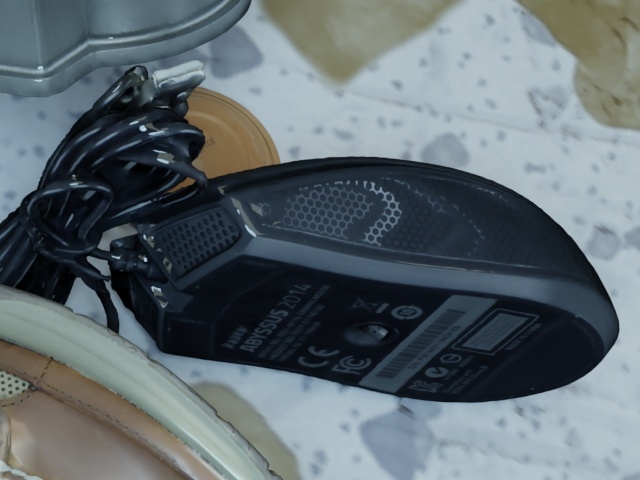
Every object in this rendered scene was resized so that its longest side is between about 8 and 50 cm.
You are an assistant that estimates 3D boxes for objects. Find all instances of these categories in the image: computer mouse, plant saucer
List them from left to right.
[{"bbox_3d":[-0.057,-0.034,0.820,0.083,0.013,0.083,9,60,-17],"label":"plant saucer"},{"bbox_3d":[0.000,0.000,0.743,0.272,0.188,0.072,14,57,-25],"label":"computer mouse"}]

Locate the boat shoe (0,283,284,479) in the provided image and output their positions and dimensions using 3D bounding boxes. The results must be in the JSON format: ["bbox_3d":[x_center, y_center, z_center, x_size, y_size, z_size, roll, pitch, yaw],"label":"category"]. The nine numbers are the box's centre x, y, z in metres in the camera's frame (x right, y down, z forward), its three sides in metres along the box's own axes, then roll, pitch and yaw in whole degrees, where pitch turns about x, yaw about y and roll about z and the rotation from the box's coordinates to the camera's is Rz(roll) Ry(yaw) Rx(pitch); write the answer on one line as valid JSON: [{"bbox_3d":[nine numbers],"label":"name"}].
[{"bbox_3d":[-0.148,0.073,0.663,0.324,0.123,0.116,27,65,15],"label":"boat shoe"}]

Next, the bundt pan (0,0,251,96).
[{"bbox_3d":[-0.157,-0.191,0.718,0.330,0.124,0.331,2,36,-1],"label":"bundt pan"}]
